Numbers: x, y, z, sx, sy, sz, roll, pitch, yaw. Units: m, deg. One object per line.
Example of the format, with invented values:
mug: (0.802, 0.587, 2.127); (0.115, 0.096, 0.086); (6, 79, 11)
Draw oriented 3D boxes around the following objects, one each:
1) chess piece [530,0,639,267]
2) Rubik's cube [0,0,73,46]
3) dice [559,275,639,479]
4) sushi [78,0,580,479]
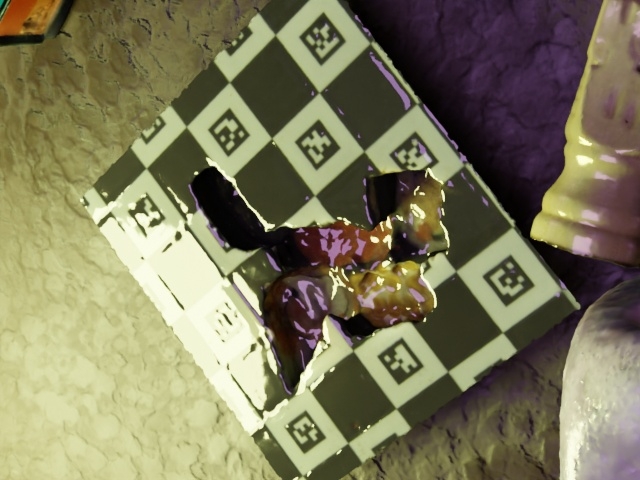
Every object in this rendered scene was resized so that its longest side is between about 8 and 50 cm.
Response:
chess piece: (0.228, -0.085, 0.890); (0.090, 0.090, 0.200); (18, 97, 24)
Rubik's cube: (-0.320, -0.295, 1.072); (0.167, 0.180, 0.183); (42, 119, 15)
dice: (0.323, 0.154, 0.773); (0.270, 0.271, 0.270); (-6, 98, 29)
sushi: (0.000, 0.000, 1.031); (0.343, 0.064, 0.359); (-41, 83, 31)
